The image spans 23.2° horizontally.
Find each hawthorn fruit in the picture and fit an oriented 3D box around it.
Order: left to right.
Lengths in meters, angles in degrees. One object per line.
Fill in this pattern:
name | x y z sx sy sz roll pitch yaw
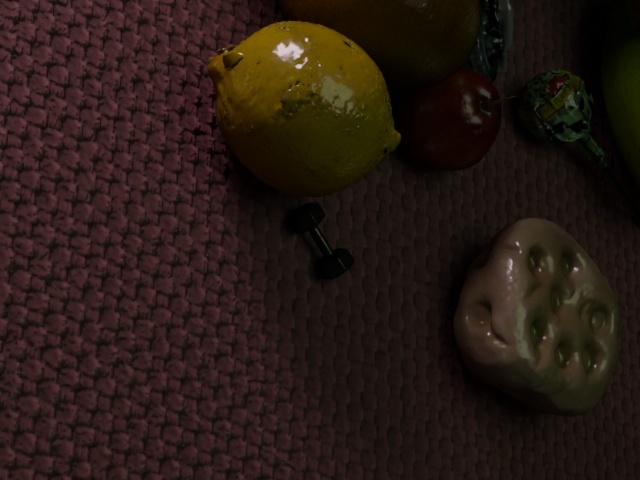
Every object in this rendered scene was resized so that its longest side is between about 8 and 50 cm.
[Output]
hawthorn fruit | 0.147 -0.143 1.781 0.125 0.140 0.125 2 81 -10

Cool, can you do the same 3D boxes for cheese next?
cheese | 0.243 0.095 1.792 0.218 0.117 0.235 -18 90 -45

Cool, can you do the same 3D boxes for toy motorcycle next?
toy motorcycle | 0.184 -0.351 1.871 0.188 0.143 0.327 -24 106 -69

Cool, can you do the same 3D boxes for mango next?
mango | 0.448 -0.197 2.054 0.192 0.156 0.343 38 34 -53

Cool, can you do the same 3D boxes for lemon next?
lemon | -0.020 -0.135 1.576 0.206 0.173 0.173 27 57 -18

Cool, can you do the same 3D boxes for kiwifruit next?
kiwifruit | 0.069 -0.259 1.690 0.234 0.196 0.196 23 61 -40

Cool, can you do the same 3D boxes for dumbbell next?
dumbbell | 0.000 0.000 1.643 0.083 0.040 0.036 58 13 -12

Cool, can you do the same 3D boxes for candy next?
candy | 0.351 -0.101 2.012 0.091 0.083 0.305 -44 124 -4

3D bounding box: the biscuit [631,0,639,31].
biscuit | 0.432 -0.373 2.042 0.047 0.164 0.208 36 15 -37
